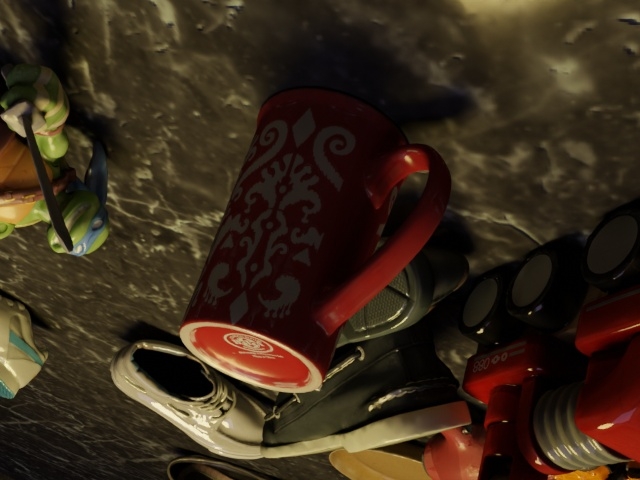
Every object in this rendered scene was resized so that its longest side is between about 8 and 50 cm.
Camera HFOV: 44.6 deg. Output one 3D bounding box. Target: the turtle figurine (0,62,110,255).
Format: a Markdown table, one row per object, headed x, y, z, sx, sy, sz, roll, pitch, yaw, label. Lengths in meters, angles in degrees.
| x | y | z | sx | sy | sz | roll | pitch | yaw | label |
| --- | --- | --- | --- | --- | --- | --- | --- | --- | --- |
| -0.272 | -0.056 | 0.519 | 0.266 | 0.274 | 0.198 | 38 | 133 | -12 | turtle figurine |

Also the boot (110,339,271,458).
| x | y | z | sx | sy | sz | roll | pitch | yaw | label |
| --- | --- | --- | --- | --- | --- | --- | --- | --- | --- |
| -0.153 | 0.213 | 1.028 | 0.258 | 0.095 | 0.123 | 29 | 157 | -13 | boot |

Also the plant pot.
| x | y | z | sx | sy | sz | roll | pitch | yaw | label |
| --- | --- | --- | --- | --- | --- | --- | --- | --- | --- |
| 0.129 | 0.335 | 1.127 | 0.236 | 0.032 | 0.236 | 15 | 151 | 9 | plant pot |

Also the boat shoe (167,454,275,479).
| x | y | z | sx | sy | sz | roll | pitch | yaw | label |
| --- | --- | --- | --- | --- | --- | --- | --- | --- | --- |
| -0.150 | 0.499 | 1.504 | 0.335 | 0.112 | 0.095 | 13 | 155 | 20 | boat shoe |

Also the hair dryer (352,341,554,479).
| x | y | z | sx | sy | sz | roll | pitch | yaw | label |
| --- | --- | --- | --- | --- | --- | --- | --- | --- | --- |
| 0.136 | 0.212 | 0.860 | 0.294 | 0.080 | 0.223 | 12 | 150 | 14 | hair dryer |

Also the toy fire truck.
| x | y | z | sx | sy | sz | roll | pitch | yaw | label |
| --- | --- | --- | --- | --- | --- | --- | --- | --- | --- |
| 0.157 | 0.120 | 0.515 | 0.158 | 0.246 | 0.217 | 28 | 151 | -15 | toy fire truck |

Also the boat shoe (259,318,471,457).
| x | y | z | sx | sy | sz | roll | pitch | yaw | label |
| --- | --- | --- | --- | --- | --- | --- | --- | --- | --- |
| 0.019 | 0.145 | 0.756 | 0.127 | 0.113 | 0.340 | -8 | 167 | -21 | boat shoe |

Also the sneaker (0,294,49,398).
| x | y | z | sx | sy | sz | roll | pitch | yaw | label |
| --- | --- | --- | --- | --- | --- | --- | --- | --- | --- |
| -0.459 | 0.103 | 1.055 | 0.087 | 0.092 | 0.228 | 0 | 126 | 36 | sneaker |

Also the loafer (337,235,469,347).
| x | y | z | sx | sy | sz | roll | pitch | yaw | label |
| --- | --- | --- | --- | --- | --- | --- | --- | --- | --- |
| 0.007 | 0.052 | 0.663 | 0.084 | 0.096 | 0.267 | -8 | 176 | -43 | loafer |

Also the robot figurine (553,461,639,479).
| x | y | z | sx | sy | sz | roll | pitch | yaw | label |
| --- | --- | --- | --- | --- | --- | --- | --- | --- | --- |
| 0.309 | 0.171 | 0.674 | 0.291 | 0.085 | 0.211 | -11 | 138 | 43 | robot figurine |

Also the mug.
| x | y | z | sx | sy | sz | roll | pitch | yaw | label |
| --- | --- | --- | --- | --- | --- | --- | --- | --- | --- |
| -0.009 | -0.004 | 0.489 | 0.113 | 0.169 | 0.150 | 30 | 150 | -15 | mug |
